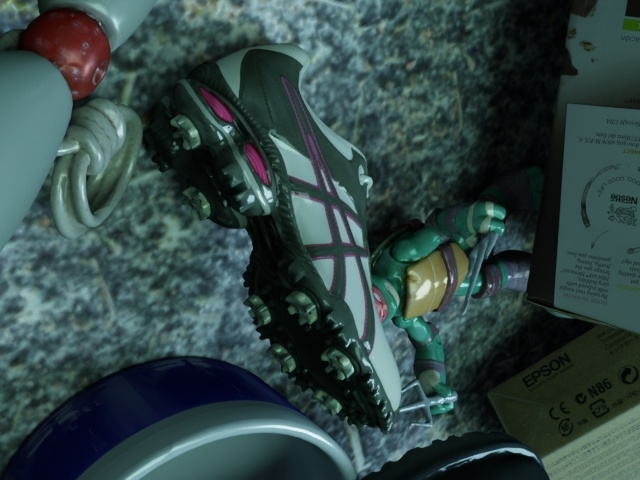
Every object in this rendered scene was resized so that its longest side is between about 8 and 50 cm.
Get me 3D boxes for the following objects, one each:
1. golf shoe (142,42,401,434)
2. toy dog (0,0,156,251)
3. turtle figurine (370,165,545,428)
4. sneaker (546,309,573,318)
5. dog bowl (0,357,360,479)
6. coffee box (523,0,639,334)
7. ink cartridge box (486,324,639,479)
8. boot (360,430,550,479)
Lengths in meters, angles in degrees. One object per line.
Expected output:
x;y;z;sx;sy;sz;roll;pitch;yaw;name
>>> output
0.000;0.000;0.649;0.120;0.105;0.273;-36;107;-30;golf shoe
-0.197;-0.064;0.460;0.160;0.334;0.220;20;121;0;toy dog
0.095;0.029;0.760;0.234;0.118;0.175;-28;141;-41;turtle figurine
0.317;0.061;0.949;0.270;0.090;0.145;-22;120;-29;sneaker
-0.103;0.222;0.715;0.264;0.104;0.265;-16;120;-30;dog bowl
0.262;-0.094;0.742;0.168;0.118;0.297;-16;117;-50;coffee box
0.295;0.146;0.906;0.234;0.088;0.193;-32;142;8;ink cartridge box
0.128;0.322;0.564;0.367;0.445;0.146;-21;122;-26;boot
